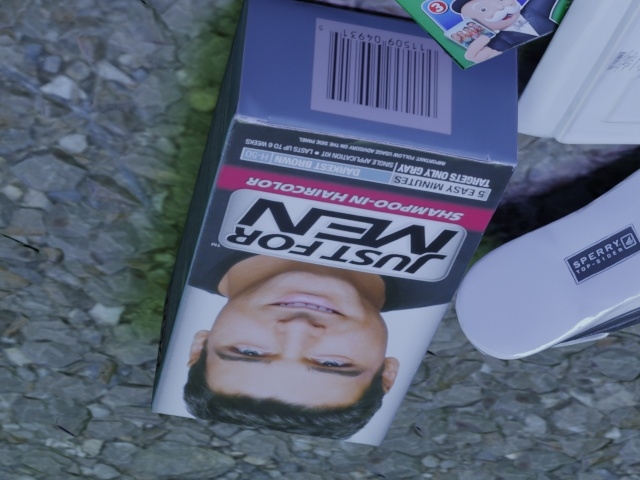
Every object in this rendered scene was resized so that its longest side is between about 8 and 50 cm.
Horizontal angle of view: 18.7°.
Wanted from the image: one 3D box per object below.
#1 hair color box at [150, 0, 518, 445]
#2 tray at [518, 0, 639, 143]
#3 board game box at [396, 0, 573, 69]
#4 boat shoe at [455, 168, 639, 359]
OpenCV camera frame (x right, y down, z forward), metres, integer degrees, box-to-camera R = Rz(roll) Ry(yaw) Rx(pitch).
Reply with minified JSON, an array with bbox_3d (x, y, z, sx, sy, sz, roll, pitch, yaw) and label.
[{"bbox_3d":[0.000,0.000,1.376,0.185,0.114,0.374,9,145,-8],"label":"hair color box"},{"bbox_3d":[0.217,-0.121,1.198,0.145,0.030,0.270,0,155,-11],"label":"tray"},{"bbox_3d":[0.156,-0.225,1.103,0.317,0.046,0.213,-21,137,31],"label":"board game box"},{"bbox_3d":[0.245,0.006,1.379,0.301,0.108,0.102,-28,167,20],"label":"boat shoe"}]
